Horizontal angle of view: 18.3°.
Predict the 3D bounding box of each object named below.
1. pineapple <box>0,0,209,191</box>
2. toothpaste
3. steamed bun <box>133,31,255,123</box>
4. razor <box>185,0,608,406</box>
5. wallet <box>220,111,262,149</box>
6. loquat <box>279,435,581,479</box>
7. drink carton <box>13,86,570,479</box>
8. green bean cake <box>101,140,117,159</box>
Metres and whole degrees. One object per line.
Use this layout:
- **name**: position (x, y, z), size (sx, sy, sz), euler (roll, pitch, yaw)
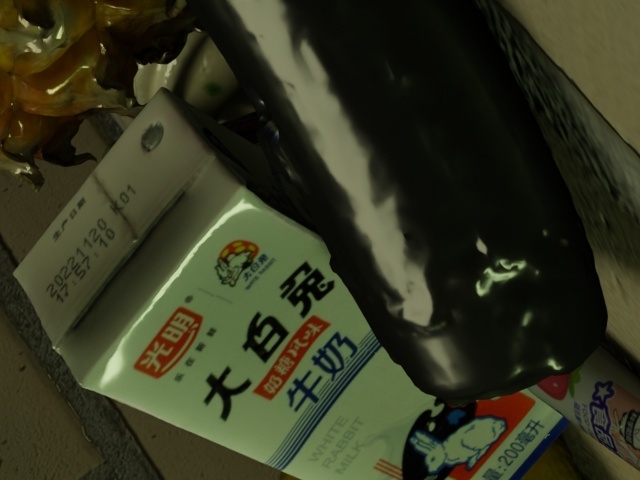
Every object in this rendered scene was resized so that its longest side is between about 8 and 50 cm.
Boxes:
- **pineapple**: position (-0.119, -0.164, 0.959), size (0.286, 0.344, 0.209), euler (10, -175, -20)
- **toothpaste**: position (0.158, 0.092, 0.979), size (0.194, 0.043, 0.067), euler (40, 162, 48)
- **steamed bun**: position (-0.101, -0.147, 1.366), size (0.183, 0.106, 0.183), euler (53, 172, 11)
- **razor**: position (0.005, -0.084, 0.856), size (0.327, 0.107, 0.189), euler (57, 175, -16)
- **wallet**: position (-0.001, 0.002, 1.156), size (0.042, 0.161, 0.195), euler (-92, -19, -48)
- **loquat**: position (0.081, 0.201, 1.339), size (0.244, 0.244, 0.244), euler (54, 174, 8)
- **drink carton**: position (-0.002, 0.049, 1.053), size (0.315, 0.130, 0.106), euler (29, -166, -44)
- **green bean cake**: position (-0.051, -0.023, 1.288), size (0.183, 0.185, 0.094), euler (-144, 56, -76)
